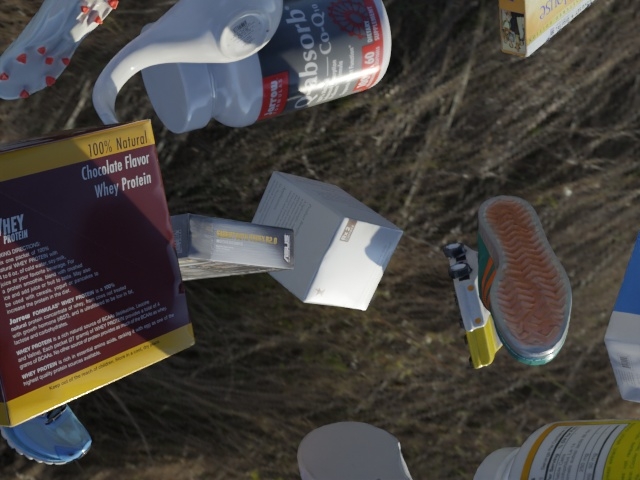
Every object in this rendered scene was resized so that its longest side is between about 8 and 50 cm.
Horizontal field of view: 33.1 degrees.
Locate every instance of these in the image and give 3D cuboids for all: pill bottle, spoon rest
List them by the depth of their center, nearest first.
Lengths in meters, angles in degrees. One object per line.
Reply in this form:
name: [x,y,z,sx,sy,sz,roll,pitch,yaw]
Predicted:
pill bottle: [0.199,0.170,0.672,0.117,0.215,0.117,9,75,-39]
spoon rest: [-0.163,-0.238,1.312,0.276,0.084,0.137,-37,148,-8]
pill bottle: [-0.088,-0.298,1.705,0.362,0.210,0.210,-21,116,-26]

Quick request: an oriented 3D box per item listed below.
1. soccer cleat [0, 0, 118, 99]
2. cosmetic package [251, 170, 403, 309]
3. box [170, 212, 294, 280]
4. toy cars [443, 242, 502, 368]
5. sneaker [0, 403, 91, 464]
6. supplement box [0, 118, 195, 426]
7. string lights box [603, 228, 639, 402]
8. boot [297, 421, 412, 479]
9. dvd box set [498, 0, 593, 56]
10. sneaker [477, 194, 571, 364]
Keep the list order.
soccer cleat: [-0.321,-0.248,1.291,0.196,0.076,0.068,-45,137,2]
cosmetic package: [0.000,0.000,1.736,0.151,0.183,0.151,11,110,-46]
box: [-0.177,0.013,1.398,0.183,0.231,0.056,8,78,-46]
toy cars: [0.267,0.104,1.776,0.087,0.177,0.394,-13,156,6]
sneaker: [-0.274,0.142,1.007,0.162,0.073,0.063,47,36,-8]
supplement box: [-0.227,0.018,0.859,0.191,0.129,0.194,-22,106,-48]
string lights box: [0.384,0.035,1.161,0.260,0.076,0.133,-64,146,-26]
boot: [0.049,0.252,0.898,0.095,0.258,0.124,-12,107,-13]
dvd box set: [0.407,-0.573,1.868,0.307,0.062,0.421,-40,137,-33]
sneaker: [0.273,0.073,1.461,0.108,0.302,0.121,-4,129,3]
